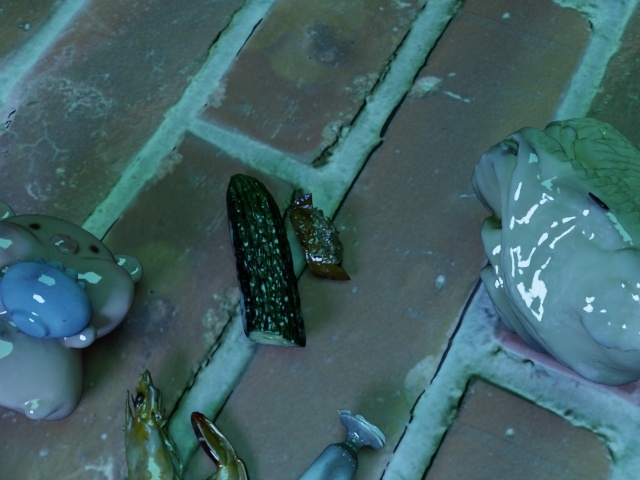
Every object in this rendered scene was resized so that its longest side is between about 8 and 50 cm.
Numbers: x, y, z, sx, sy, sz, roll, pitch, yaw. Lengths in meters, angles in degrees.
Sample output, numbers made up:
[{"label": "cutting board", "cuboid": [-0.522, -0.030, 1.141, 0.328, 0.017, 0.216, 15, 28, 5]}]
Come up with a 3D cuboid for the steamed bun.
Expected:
[{"label": "steamed bun", "cuboid": [0.312, 0.028, 1.080, 0.347, 0.237, 0.394, 25, 30, -13]}]

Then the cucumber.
[{"label": "cucumber", "cuboid": [-0.072, 0.024, 1.158, 0.077, 0.077, 0.265, -7, 62, -6]}]

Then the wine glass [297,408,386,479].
[{"label": "wine glass", "cuboid": [0.005, 0.271, 1.030, 0.072, 0.072, 0.155, 33, 65, 15]}]

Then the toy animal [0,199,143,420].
[{"label": "toy animal", "cuboid": [-0.334, 0.093, 1.057, 0.210, 0.229, 0.221, 23, 104, -20]}]

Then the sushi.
[{"label": "sushi", "cuboid": [0.000, 0.000, 1.187, 0.055, 0.052, 0.120, -23, 62, 3]}]

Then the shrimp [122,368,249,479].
[{"label": "shrimp", "cuboid": [-0.157, 0.256, 1.041, 0.133, 0.053, 0.236, -17, 67, -9]}]
